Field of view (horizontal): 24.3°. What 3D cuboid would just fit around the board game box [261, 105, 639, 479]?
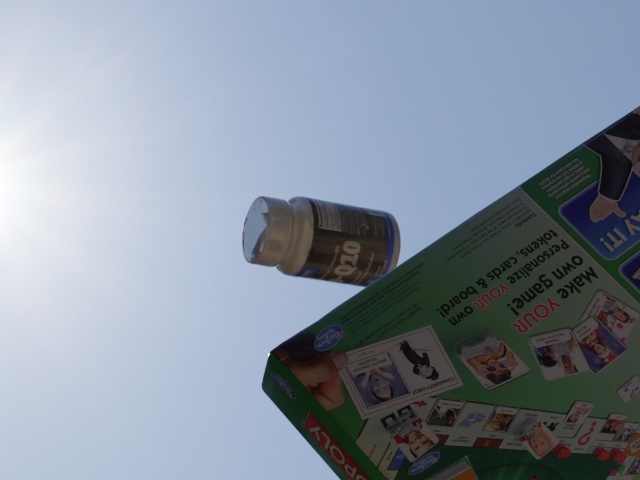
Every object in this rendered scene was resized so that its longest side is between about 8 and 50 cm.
[{"bbox_3d":[0.156,0.065,0.819,0.213,0.317,0.046,48,-29,19],"label":"board game box"}]

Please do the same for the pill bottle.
[{"bbox_3d":[0.000,0.000,1.412,0.137,0.078,0.078,9,-47,-25],"label":"pill bottle"}]
